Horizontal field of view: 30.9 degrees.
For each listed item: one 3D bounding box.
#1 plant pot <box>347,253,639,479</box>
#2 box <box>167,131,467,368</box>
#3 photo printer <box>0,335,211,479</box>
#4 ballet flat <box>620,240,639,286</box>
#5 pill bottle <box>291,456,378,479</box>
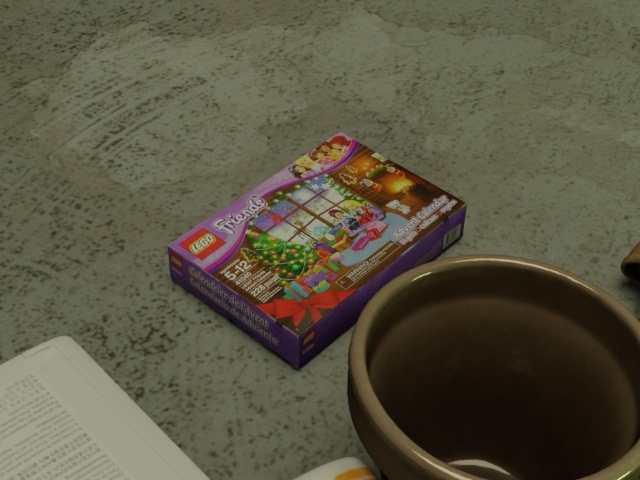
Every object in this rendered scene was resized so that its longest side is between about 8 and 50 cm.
[{"bbox_3d":[0.151,0.180,1.012,0.263,0.229,0.263,1,42,-1],"label":"plant pot"},{"bbox_3d":[0.000,0.000,1.325,0.201,0.057,0.293,32,50,29],"label":"box"},{"bbox_3d":[-0.234,0.246,1.013,0.256,0.107,0.307,-31,53,-31],"label":"photo printer"},{"bbox_3d":[0.425,0.106,1.207,0.124,0.116,0.342,-28,47,-2],"label":"ballet flat"},{"bbox_3d":[0.043,0.319,0.893,0.152,0.152,0.272,-24,66,-26],"label":"pill bottle"}]
